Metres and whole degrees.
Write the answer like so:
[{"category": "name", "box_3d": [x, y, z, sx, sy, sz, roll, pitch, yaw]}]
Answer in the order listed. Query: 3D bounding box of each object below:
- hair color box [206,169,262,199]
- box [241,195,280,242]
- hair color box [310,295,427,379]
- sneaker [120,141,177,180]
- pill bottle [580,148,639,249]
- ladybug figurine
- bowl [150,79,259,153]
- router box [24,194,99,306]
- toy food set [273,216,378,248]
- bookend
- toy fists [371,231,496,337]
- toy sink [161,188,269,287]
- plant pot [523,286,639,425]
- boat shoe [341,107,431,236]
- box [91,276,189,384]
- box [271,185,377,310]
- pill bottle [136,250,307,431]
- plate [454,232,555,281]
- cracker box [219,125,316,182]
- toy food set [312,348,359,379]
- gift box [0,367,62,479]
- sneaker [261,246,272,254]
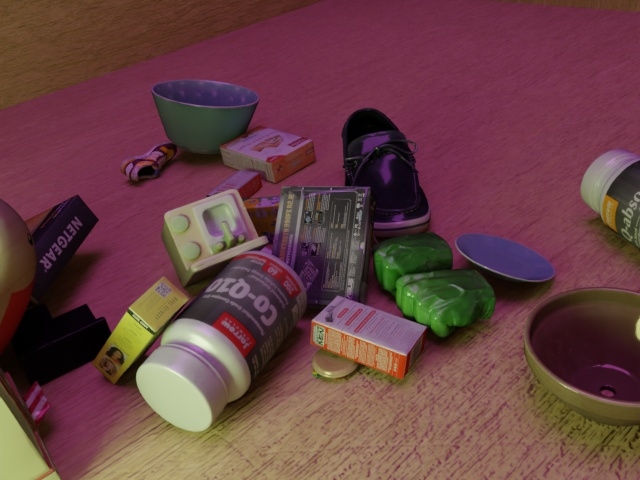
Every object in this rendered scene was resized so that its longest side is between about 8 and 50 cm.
[{"category": "hair color box", "box_3d": [-0.218, -0.128, 1.579, 0.071, 0.043, 0.141, 11, 37, 30]}, {"category": "box", "box_3d": [-0.105, -0.044, 1.358, 0.179, 0.105, 0.043, -5, 39, 8]}, {"category": "hair color box", "box_3d": [0.078, 0.156, 1.013, 0.167, 0.054, 0.093, 19, 31, 24]}, {"category": "sneaker", "box_3d": [-0.478, -0.221, 1.786, 0.083, 0.070, 0.185, 35, 52, 28]}, {"category": "pill bottle", "box_3d": [0.618, -0.057, 1.129, 0.162, 0.162, 0.278, -16, 32, -10]}, {"category": "ladybug figurine", "box_3d": [-0.637, 0.115, 1.062, 0.305, 0.449, 0.162, 44, 12, 26]}, {"category": "bowl", "box_3d": [-0.340, -0.360, 1.827, 0.311, 0.163, 0.312, 6, 27, -3]}, {"category": "router box", "box_3d": [-0.642, 0.050, 1.314, 0.242, 0.081, 0.309, -22, 28, 18]}, {"category": "toy food set", "box_3d": [0.000, 0.000, 1.260, 0.217, 0.128, 0.071, 7, 60, 20]}, {"category": "bookend", "box_3d": [-0.488, 0.172, 1.154, 0.156, 0.072, 0.157, -26, 35, -25]}, {"category": "toy fists", "box_3d": [0.183, 0.073, 1.109, 0.142, 0.096, 0.279, -5, 29, -16]}, {"category": "toy sink", "box_3d": [-0.214, -0.008, 1.203, 0.152, 0.131, 0.234, -23, -3, -19]}, {"category": "plant pot", "box_3d": [0.407, 0.177, 0.867, 0.237, 0.110, 0.237, -7, 33, 5]}, {"category": "boat shoe", "box_3d": [0.135, -0.169, 1.447, 0.186, 0.156, 0.500, -8, 33, 0]}, {"category": "box", "box_3d": [-0.299, 0.152, 1.013, 0.058, 0.232, 0.087, 42, 46, -2]}, {"category": "box", "box_3d": [0.002, 0.014, 1.164, 0.182, 0.056, 0.231, 1, 74, 19]}, {"category": "pill bottle", "box_3d": [-0.153, 0.156, 1.004, 0.161, 0.161, 0.283, 8, 36, 26]}, {"category": "plate", "box_3d": [0.337, 0.036, 1.145, 0.188, 0.024, 0.188, 12, 24, -5]}, {"category": "cracker box", "box_3d": [-0.148, -0.244, 1.720, 0.232, 0.067, 0.155, 23, 45, 40]}, {"category": "toy food set", "box_3d": [0.026, 0.198, 1.022, 0.082, 0.020, 0.083, 8, 37, 26]}, {"category": "gift box", "box_3d": [-0.522, 0.259, 0.849, 0.255, 0.258, 0.276, -25, 43, -22]}, {"category": "sneaker", "box_3d": [-0.116, 0.034, 1.310, 0.043, 0.040, 0.109, -8, 32, -29]}]
